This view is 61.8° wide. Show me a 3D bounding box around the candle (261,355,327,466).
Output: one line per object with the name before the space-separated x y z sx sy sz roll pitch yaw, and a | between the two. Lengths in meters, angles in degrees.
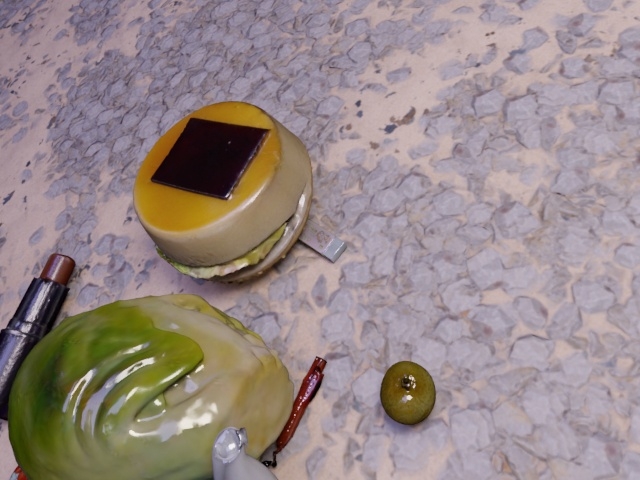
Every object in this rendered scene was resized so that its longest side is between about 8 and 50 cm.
candle | -0.034 0.235 0.715 0.026 0.021 0.168 18 70 32

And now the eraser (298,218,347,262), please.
eraser | 0.000 0.000 0.837 0.083 0.019 0.038 32 77 35

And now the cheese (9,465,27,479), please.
cheese | -0.428 0.351 0.815 0.095 0.038 0.145 22 74 33

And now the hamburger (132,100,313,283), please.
hamburger | -0.150 -0.073 0.851 0.300 0.176 0.301 -12 57 19

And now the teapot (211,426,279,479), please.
teapot | -0.096 0.386 0.485 0.252 0.280 0.425 3 76 24

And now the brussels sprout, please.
brussels sprout | -0.215 0.193 0.669 0.343 0.268 0.344 -11 52 14

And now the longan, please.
longan | 0.104 0.182 0.644 0.075 0.083 0.075 -6 58 10

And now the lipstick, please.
lipstick | -0.516 0.161 0.940 0.081 0.081 0.300 3 64 26
